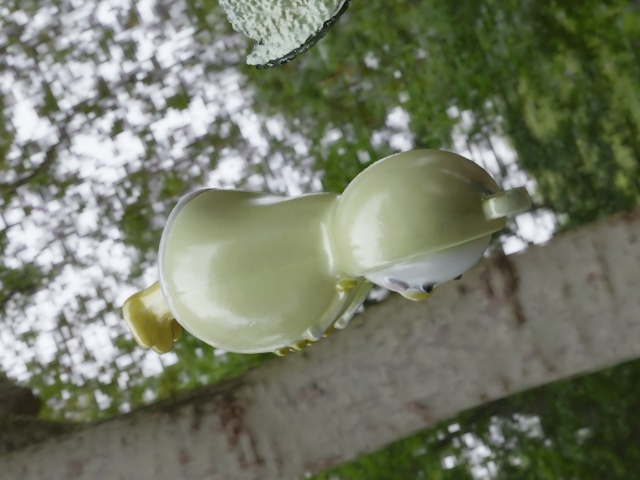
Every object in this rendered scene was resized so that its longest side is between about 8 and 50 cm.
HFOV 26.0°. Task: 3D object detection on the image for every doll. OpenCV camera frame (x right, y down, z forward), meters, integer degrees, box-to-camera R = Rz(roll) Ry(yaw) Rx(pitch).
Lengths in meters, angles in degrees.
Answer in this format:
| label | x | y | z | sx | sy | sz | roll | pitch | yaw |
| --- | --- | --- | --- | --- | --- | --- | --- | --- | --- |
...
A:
| label | x | y | z | sx | sy | sz | roll | pitch | yaw |
| --- | --- | --- | --- | --- | --- | --- | --- | --- | --- |
| doll | 0.003 | 0.012 | 0.878 | 0.141 | 0.296 | 0.117 | -9 | -89 | -52 |

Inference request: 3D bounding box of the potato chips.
| label | x | y | z | sx | sy | sz | roll | pitch | yaw |
| --- | --- | --- | --- | --- | --- | --- | --- | --- | --- |
| potato chips | -0.019 | -0.206 | 0.835 | 0.026 | 0.142 | 0.209 | -42 | -47 | -68 |
